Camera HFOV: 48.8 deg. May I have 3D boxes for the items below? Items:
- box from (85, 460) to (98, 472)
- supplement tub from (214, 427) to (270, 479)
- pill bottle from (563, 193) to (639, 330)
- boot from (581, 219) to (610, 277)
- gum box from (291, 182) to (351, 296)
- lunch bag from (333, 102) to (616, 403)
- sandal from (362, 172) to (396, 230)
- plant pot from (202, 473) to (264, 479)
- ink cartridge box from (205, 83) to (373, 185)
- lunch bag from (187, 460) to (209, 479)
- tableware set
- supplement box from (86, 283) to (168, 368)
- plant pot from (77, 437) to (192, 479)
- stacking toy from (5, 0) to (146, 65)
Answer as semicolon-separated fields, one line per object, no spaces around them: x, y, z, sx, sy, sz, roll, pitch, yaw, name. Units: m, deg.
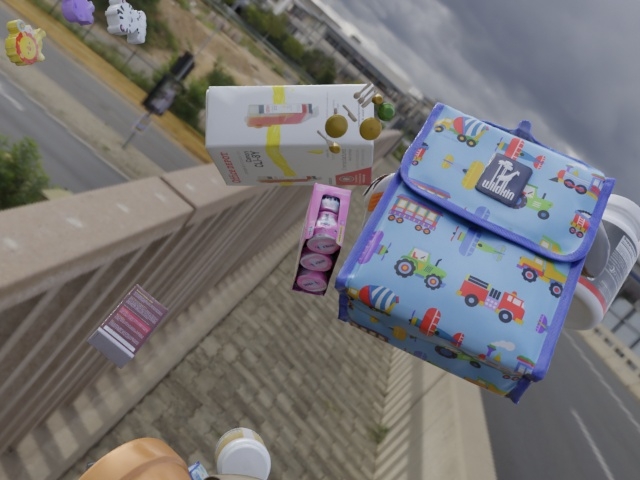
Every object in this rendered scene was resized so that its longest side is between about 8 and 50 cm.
-0.461;0.621;1.640;0.165;0.143;0.270;-4;7;-16;box
-0.212;0.597;1.913;0.144;0.144;0.200;41;-9;-6;supplement tub
0.743;0.053;1.948;0.210;0.363;0.210;31;-28;19;pill bottle
0.621;-0.023;1.711;0.112;0.115;0.305;38;45;-27;boot
0.000;0.000;1.167;0.062;0.188;0.107;11;58;-3;gum box
0.179;-0.008;0.784;0.221;0.293;0.138;24;-20;13;lunch bag
0.159;-0.115;1.959;0.102;0.265;0.076;-8;57;-22;sandal
-0.159;0.694;1.701;0.191;0.284;0.284;-1;37;-34;plant pot
-0.066;-0.246;1.715;0.385;0.160;0.279;0;-14;3;ink cartridge box
-0.346;0.699;1.976;0.128;0.096;0.151;60;-18;5;lunch bag
0.072;-0.236;1.412;0.104;0.154;0.024;44;4;-27;tableware set
-0.563;0.250;2.083;0.130;0.073;0.239;42;33;-8;supplement box
-0.305;0.528;1.248;0.204;0.290;0.291;25;2;29;plant pot
-0.283;-0.319;0.820;0.052;0.167;0.221;17;72;-66;stacking toy
